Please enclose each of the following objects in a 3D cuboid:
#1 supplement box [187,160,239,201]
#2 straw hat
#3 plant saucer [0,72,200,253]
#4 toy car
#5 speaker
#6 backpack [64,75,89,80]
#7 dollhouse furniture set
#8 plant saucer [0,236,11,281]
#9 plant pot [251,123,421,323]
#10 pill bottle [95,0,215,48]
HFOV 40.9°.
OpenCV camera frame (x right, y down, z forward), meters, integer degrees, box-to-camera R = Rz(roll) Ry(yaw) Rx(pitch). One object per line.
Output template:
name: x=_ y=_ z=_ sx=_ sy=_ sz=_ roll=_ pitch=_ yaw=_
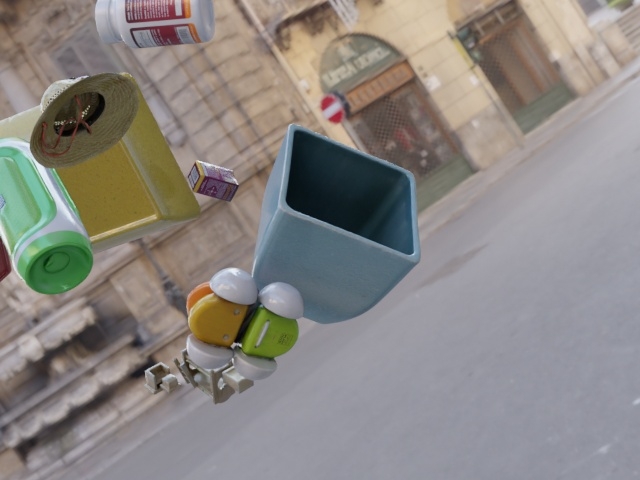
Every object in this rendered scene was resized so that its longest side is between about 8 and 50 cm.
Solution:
supplement box: x=-0.207 y=-0.115 z=1.660 sx=0.043 sy=0.083 sz=0.055 roll=-59 pitch=34 yaw=25
straw hat: x=-0.290 y=-0.156 z=1.004 sx=0.144 sy=0.061 sz=0.144 roll=-36 pitch=-24 yaw=-19
plant saucer: x=-0.455 y=-0.120 z=1.700 sx=0.333 sy=0.332 sz=0.081 roll=-19 pitch=25 yaw=12
toy car: x=-0.124 y=0.119 z=1.341 sx=0.159 sy=0.182 sz=0.136 roll=-66 pitch=24 yaw=14
speaker: x=-0.476 y=-0.046 z=1.417 sx=0.131 sy=0.296 sz=0.131 roll=-23 pitch=-40 yaw=-21
backpack: x=-0.471 y=-0.264 z=1.785 sx=0.117 sy=0.158 sz=0.173 roll=-47 pitch=6 yaw=19
dollhouse furniture set: x=-0.260 y=0.325 z=1.847 sx=0.161 sy=0.101 sz=0.182 roll=-26 pitch=37 yaw=-36
plant saucer: x=-0.809 y=0.071 z=1.968 sx=0.259 sy=0.048 sz=0.258 roll=-52 pitch=-13 yaw=-35
plant pot: x=0.000 y=0.000 z=1.484 sx=0.247 sy=0.247 sz=0.252 roll=-86 pitch=23 yaw=-50
pill bottle: x=-0.230 y=-0.313 z=1.195 sx=0.152 sy=0.086 sz=0.086 roll=-2 pitch=7 yaw=9
